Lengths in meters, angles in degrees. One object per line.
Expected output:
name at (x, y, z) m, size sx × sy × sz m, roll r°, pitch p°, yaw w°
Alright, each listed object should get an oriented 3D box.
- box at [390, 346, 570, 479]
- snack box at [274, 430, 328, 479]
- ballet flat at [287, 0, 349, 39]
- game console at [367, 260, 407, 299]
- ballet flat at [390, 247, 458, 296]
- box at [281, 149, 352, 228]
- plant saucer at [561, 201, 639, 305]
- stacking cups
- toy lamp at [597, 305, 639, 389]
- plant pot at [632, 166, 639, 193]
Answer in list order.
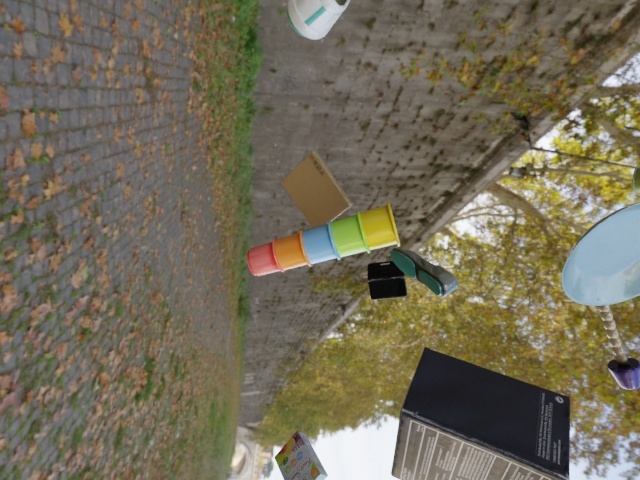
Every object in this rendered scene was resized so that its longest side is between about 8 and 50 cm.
box at (0.324, 0.424, 0.865) m, size 0.183 × 0.294 × 0.296 m, roll -52°, pitch 150°, yaw -45°
snack box at (-0.053, 0.586, 1.052) m, size 0.100 × 0.037 × 0.141 m, roll -50°, pitch -144°, yaw 0°
ballet flat at (0.061, -0.577, 0.809) m, size 0.139 × 0.139 × 0.400 m, roll 123°, pitch -10°, yaw -72°
game console at (0.222, 0.131, 1.354) m, size 0.071 × 0.122 × 0.107 m, roll 70°, pitch 17°, yaw -44°
ballet flat at (0.271, 0.074, 1.058) m, size 0.213 × 0.068 × 0.072 m, roll 42°, pitch -31°, yaw 50°
box at (-0.016, -0.146, 1.242) m, size 0.164 × 0.201 × 0.021 m, roll -37°, pitch 175°, yaw 37°
plant saucer at (0.433, 0.013, 0.580) m, size 0.037 × 0.194 × 0.195 m, roll -101°, pitch -160°, yaw -53°
stacking cups at (0.000, 0.000, 0.844) m, size 0.096 × 0.316 × 0.096 m, roll -13°, pitch 90°, yaw -79°
toy lamp at (0.803, 0.269, 1.104) m, size 0.080 × 0.080 × 0.275 m, roll 172°, pitch -103°, yaw -82°
plant pot at (0.993, -0.181, 1.210) m, size 0.079 × 0.083 × 0.083 m, roll 6°, pitch -92°, yaw 53°
